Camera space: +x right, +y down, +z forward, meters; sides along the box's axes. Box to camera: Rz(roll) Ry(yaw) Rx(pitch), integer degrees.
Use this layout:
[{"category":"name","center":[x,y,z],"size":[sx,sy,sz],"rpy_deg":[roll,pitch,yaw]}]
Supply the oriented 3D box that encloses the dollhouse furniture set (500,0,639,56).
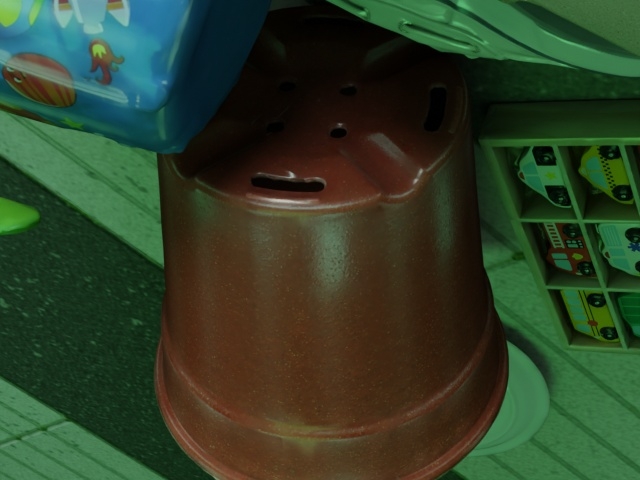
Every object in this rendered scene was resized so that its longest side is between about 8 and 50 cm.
[{"category":"dollhouse furniture set","center":[0.129,-0.203,0.605],"size":[0.302,0.197,0.151],"rpy_deg":[29,135,8]}]

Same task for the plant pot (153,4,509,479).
[{"category":"plant pot","center":[0.000,0.000,0.966],"size":[0.273,0.272,0.265],"rpy_deg":[10,138,14]}]

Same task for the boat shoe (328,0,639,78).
[{"category":"boat shoe","center":[0.092,-0.155,0.839],"size":[0.258,0.095,0.084],"rpy_deg":[26,152,9]}]

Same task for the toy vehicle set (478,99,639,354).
[{"category":"toy vehicle set","center":[0.233,-0.001,1.025],"size":[0.166,0.035,0.267],"rpy_deg":[1,143,27]}]

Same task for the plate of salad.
[{"category":"plate of salad","center":[0.111,0.129,1.270],"size":[0.200,0.048,0.199],"rpy_deg":[10,136,9]}]

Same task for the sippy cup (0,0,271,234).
[{"category":"sippy cup","center":[-0.147,-0.164,0.780],"size":[0.224,0.240,0.305],"rpy_deg":[24,142,7]}]
